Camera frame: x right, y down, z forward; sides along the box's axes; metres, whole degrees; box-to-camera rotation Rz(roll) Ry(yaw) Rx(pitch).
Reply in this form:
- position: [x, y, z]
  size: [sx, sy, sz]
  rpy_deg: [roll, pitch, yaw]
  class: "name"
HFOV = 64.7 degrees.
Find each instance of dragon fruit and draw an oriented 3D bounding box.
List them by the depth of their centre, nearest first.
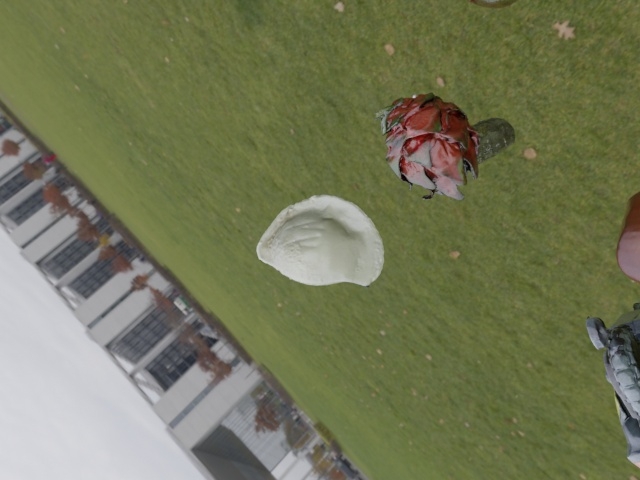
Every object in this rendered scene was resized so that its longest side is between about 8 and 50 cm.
- position: [0.202, -0.178, 0.939]
  size: [0.182, 0.182, 0.188]
  rpy_deg: [31, 160, 43]
  class: "dragon fruit"

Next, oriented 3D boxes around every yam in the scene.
- position: [0.366, -0.225, 1.215]
  size: [0.107, 0.183, 0.107]
  rpy_deg: [62, 176, 8]
  class: "yam"

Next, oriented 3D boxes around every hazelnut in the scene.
- position: [1.079, -0.018, 1.508]
  size: [0.366, 0.366, 0.366]
  rpy_deg: [42, 164, 15]
  class: "hazelnut"

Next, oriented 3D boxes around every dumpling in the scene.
- position: [-0.004, -0.001, 0.920]
  size: [0.216, 0.166, 0.126]
  rpy_deg: [8, 174, 38]
  class: "dumpling"

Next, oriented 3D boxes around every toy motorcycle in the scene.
- position: [0.363, 0.150, 0.528]
  size: [0.108, 0.307, 0.173]
  rpy_deg: [-29, 73, 37]
  class: "toy motorcycle"

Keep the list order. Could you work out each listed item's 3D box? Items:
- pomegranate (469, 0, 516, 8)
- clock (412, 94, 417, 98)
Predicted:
- position: [0.534, -0.865, 1.503]
  size: [0.291, 0.291, 0.323]
  rpy_deg: [45, 128, 5]
  class: "pomegranate"
- position: [0.312, -0.424, 1.645]
  size: [0.129, 0.041, 0.087]
  rpy_deg: [94, 166, -71]
  class: "clock"
